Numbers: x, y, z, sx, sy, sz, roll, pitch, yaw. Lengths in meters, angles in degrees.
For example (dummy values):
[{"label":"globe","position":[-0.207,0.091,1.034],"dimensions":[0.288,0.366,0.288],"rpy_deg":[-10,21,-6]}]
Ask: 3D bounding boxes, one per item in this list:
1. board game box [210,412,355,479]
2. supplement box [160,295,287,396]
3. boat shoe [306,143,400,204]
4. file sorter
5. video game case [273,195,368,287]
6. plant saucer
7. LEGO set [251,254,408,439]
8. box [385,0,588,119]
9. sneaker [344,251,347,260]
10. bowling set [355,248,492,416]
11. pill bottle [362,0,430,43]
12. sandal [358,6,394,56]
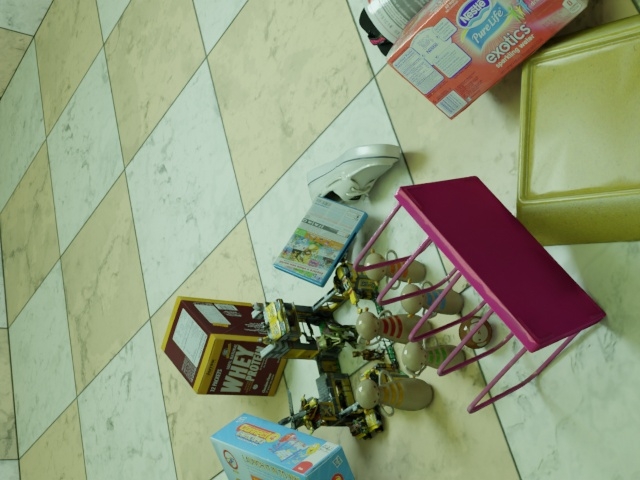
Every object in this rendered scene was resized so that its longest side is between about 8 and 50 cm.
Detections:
[{"label":"board game box","position":[-0.035,0.481,1.590],"dimensions":[0.308,0.086,0.302],"rpy_deg":[3,119,53]},{"label":"supplement box","position":[-0.201,0.224,1.894],"dimensions":[0.194,0.191,0.129],"rpy_deg":[38,113,50]},{"label":"boat shoe","position":[0.059,-0.115,1.705],"dimensions":[0.267,0.096,0.088],"rpy_deg":[-18,73,51]},{"label":"file sorter","position":[0.218,0.076,1.308],"dimensions":[0.291,0.202,0.182],"rpy_deg":[51,127,23]},{"label":"video game case","position":[0.000,0.000,1.674],"dimensions":[0.119,0.015,0.166],"rpy_deg":[21,69,33]},{"label":"plant saucer","position":[0.401,-0.166,1.278],"dimensions":[0.332,0.080,0.333],"rpy_deg":[-5,79,53]},{"label":"LEGO set","position":[0.001,0.197,1.634],"dimensions":[0.255,0.192,0.332],"rpy_deg":[-33,58,45]},{"label":"box","position":[0.260,-0.350,1.383],"dimensions":[0.300,0.154,0.142],"rpy_deg":[-40,16,44]},{"label":"sneaker","position":[0.044,0.002,1.751],"dimensions":[0.037,0.031,0.083],"rpy_deg":[-22,66,49]},{"label":"bowling set","position":[0.163,0.136,1.466],"dimensions":[0.199,0.154,0.287],"rpy_deg":[-22,66,49]},{"label":"pill bottle","position":[0.215,-0.467,1.515],"dimensions":[0.283,0.161,0.161],"rpy_deg":[-35,56,44]},{"label":"sandal","position":[0.113,-0.408,1.735],"dimensions":[0.179,0.040,0.067],"rpy_deg":[53,124,44]}]
